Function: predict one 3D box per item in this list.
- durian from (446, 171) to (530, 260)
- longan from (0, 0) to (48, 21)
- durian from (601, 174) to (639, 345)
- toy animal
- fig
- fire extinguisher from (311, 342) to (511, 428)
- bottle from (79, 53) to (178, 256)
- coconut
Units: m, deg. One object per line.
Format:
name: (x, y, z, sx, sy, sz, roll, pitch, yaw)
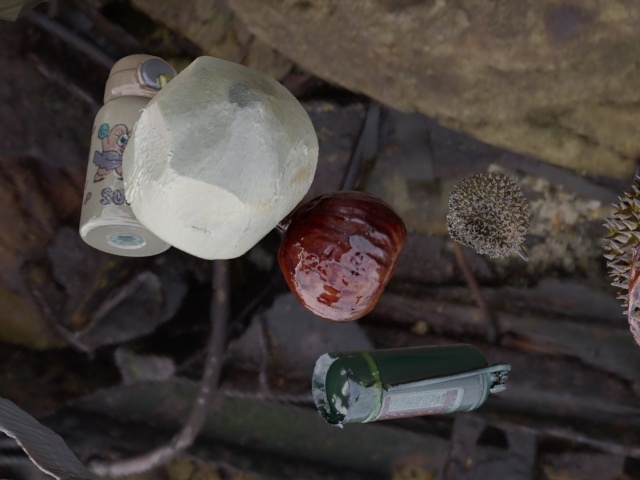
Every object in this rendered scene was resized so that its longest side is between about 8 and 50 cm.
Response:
durian: (0.212, -0.025, 1.573, 0.110, 0.071, 0.140, -48, 69, 22)
longan: (-0.169, -0.273, 0.452, 0.391, 0.391, 0.391, 12, 132, 13)
durian: (0.594, 0.050, 1.835, 0.348, 0.384, 0.347, 2, 144, 2)
toy animal: (-0.318, 0.298, 1.477, 0.302, 0.225, 0.284, 5, 169, 1)
fig: (0.017, 0.001, 1.165, 0.128, 0.128, 0.150, -47, 64, 42)
fire extinguisher: (0.139, 0.180, 1.570, 0.294, 0.093, 0.118, -1, 157, -30)
bottle: (-0.191, -0.097, 1.290, 0.097, 0.209, 0.110, 13, 155, -23)
coconut: (-0.085, -0.071, 1.045, 0.161, 0.161, 0.162, 29, 146, -2)
